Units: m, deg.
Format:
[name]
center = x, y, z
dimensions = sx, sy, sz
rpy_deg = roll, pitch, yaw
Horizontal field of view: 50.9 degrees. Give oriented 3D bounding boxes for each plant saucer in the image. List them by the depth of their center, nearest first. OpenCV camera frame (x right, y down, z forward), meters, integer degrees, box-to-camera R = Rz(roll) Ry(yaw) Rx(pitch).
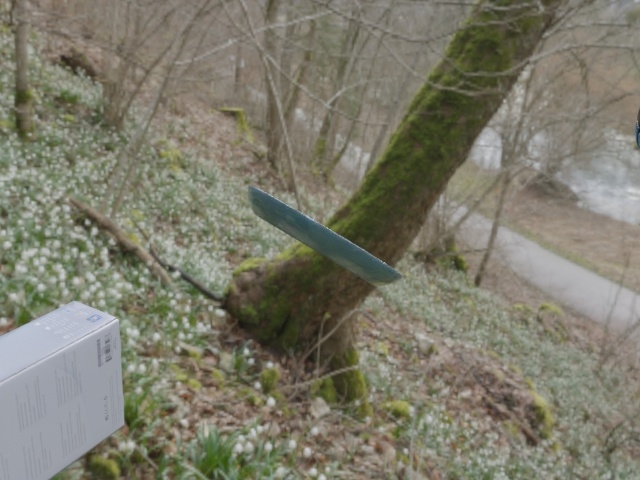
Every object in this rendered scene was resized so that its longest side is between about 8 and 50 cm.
[plant saucer]
center = 0.000, 0.000, 1.191
dimensions = 0.317, 0.044, 0.317
rpy_deg = 31, 0, 0

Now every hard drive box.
[hard drive box]
center = -0.366, 0.209, 0.849
dimensions = 0.089, 0.181, 0.232
rpy_deg = 16, 25, 26

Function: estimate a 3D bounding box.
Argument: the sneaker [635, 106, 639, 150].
[sneaker]
center = 0.584, -0.242, 0.933
dimensions = 0.139, 0.341, 0.125
rpy_deg = 20, 39, -12
